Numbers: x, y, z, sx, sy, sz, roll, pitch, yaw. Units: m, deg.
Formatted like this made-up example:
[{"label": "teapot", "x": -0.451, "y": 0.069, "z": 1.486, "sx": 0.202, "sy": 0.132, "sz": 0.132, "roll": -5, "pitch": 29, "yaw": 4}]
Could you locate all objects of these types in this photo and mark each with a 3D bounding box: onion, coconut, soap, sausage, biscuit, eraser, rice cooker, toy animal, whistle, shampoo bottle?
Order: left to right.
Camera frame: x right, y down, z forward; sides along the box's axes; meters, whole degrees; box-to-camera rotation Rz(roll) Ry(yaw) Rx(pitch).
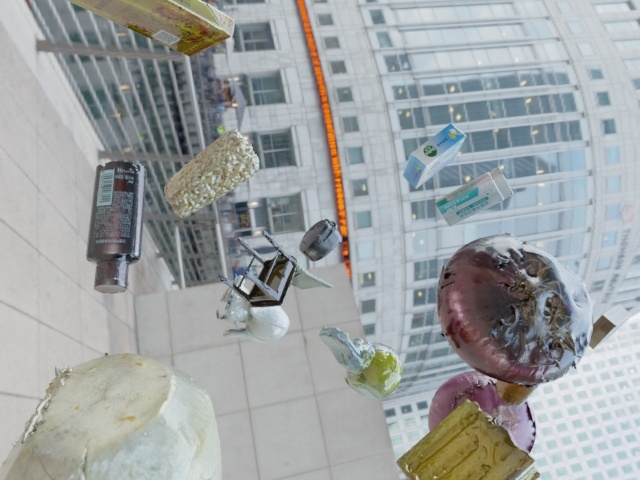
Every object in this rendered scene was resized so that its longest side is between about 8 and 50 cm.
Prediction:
[{"label": "coconut", "x": -0.336, "y": 0.393, "z": 0.773, "sx": 0.346, "sy": 0.346, "sz": 0.360, "roll": -120, "pitch": -153, "yaw": -61}, {"label": "shampoo bottle", "x": -0.497, "y": -0.035, "z": 1.149, "sx": 0.084, "sy": 0.129, "sz": 0.323, "roll": 111, "pitch": -26, "yaw": -66}, {"label": "biscuit", "x": -0.179, "y": -0.106, "z": 0.768, "sx": 0.070, "sy": 0.168, "sz": 0.082, "roll": 52, "pitch": 7, "yaw": -33}, {"label": "toy animal", "x": -0.256, "y": 0.275, "z": 1.782, "sx": 0.174, "sy": 0.289, "sz": 0.249, "roll": -90, "pitch": -170, "yaw": -51}, {"label": "rice cooker", "x": 0.000, "y": 0.000, "z": 1.724, "sx": 0.106, "sy": 0.165, "sz": 0.112, "roll": 53, "pitch": -2, "yaw": -25}, {"label": "whistle", "x": 0.087, "y": 0.239, "z": 0.965, "sx": 0.223, "sy": 0.123, "sz": 0.123, "roll": 45, "pitch": 3, "yaw": -22}, {"label": "soap", "x": 0.375, "y": 0.588, "z": 1.211, "sx": 0.143, "sy": 0.281, "sz": 0.259, "roll": 58, "pitch": -8, "yaw": -22}, {"label": "eraser", "x": 0.487, "y": -0.137, "z": 1.505, "sx": 0.095, "sy": 0.225, "sz": 0.052, "roll": 47, "pitch": 25, "yaw": -30}, {"label": "onion", "x": 0.534, "y": 0.628, "z": 1.634, "sx": 0.345, "sy": 0.358, "sz": 0.358, "roll": -13, "pitch": -94, "yaw": 61}, {"label": "onion", "x": 0.374, "y": 0.135, "z": 0.949, "sx": 0.232, "sy": 0.314, "sz": 0.314, "roll": 121, "pitch": -41, "yaw": -66}, {"label": "sausage", "x": 0.552, "y": 0.323, "z": 1.231, "sx": 0.109, "sy": 0.109, "sz": 0.270, "roll": -111, "pitch": -148, "yaw": -47}]

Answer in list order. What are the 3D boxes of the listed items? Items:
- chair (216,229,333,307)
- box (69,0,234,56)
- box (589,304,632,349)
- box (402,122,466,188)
[{"label": "chair", "x": -0.131, "y": 0.129, "z": 1.442, "sx": 0.160, "sy": 0.319, "sz": 0.186, "roll": -12, "pitch": -135, "yaw": 42}, {"label": "box", "x": -0.176, "y": -0.239, "z": 0.482, "sx": 0.089, "sy": 0.156, "sz": 0.022, "roll": 0, "pitch": -96, "yaw": 43}, {"label": "box", "x": 0.597, "y": 0.183, "z": 0.987, "sx": 0.035, "sy": 0.079, "sz": 0.083, "roll": 49, "pitch": -42, "yaw": 34}, {"label": "box", "x": 0.375, "y": -0.279, "z": 1.560, "sx": 0.073, "sy": 0.194, "sz": 0.139, "roll": 47, "pitch": -18, "yaw": 16}]
